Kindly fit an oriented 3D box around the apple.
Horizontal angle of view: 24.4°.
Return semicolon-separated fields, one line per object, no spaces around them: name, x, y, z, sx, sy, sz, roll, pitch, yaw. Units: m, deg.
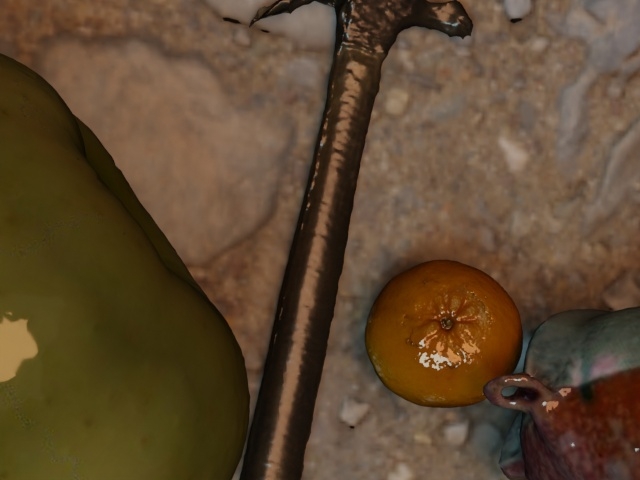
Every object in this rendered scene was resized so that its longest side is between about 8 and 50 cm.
apple;-0.167;0.058;0.641;0.279;0.279;0.279;0;91;-17

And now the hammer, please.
hammer;0.000;0.000;0.791;0.125;0.027;0.297;11;88;-17

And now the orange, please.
orange;0.065;0.049;0.782;0.083;0.070;0.083;-3;65;5

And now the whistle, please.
whistle;0.228;0.116;0.801;0.346;0.134;0.142;19;116;-27
